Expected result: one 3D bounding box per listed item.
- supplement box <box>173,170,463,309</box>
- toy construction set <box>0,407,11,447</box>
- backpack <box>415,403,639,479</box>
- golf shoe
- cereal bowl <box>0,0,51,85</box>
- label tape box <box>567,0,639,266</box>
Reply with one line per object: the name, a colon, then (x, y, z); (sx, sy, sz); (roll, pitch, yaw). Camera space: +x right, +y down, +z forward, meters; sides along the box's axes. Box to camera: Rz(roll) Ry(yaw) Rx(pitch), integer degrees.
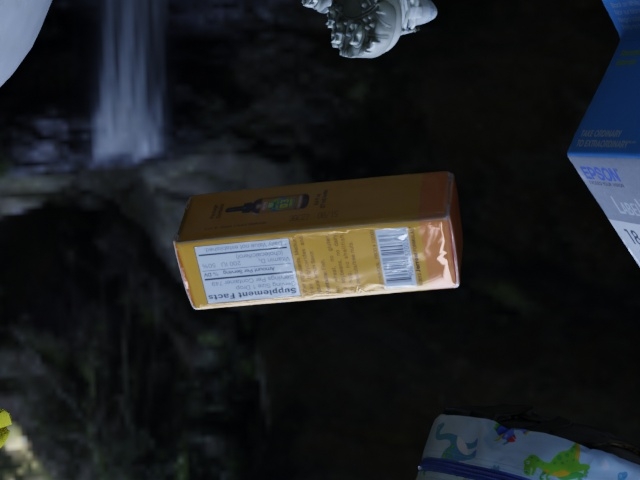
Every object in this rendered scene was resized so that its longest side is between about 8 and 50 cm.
supplement box: (0.000, 0.000, 1.372); (0.233, 0.080, 0.078); (-3, -148, 10)
toy construction set: (-0.288, 0.028, 0.918); (0.151, 0.327, 0.215); (4, -152, 30)
backpack: (0.231, 0.281, 1.560); (0.290, 0.355, 0.273); (16, -116, 37)
golf shoe: (0.044, -0.165, 1.101); (0.086, 0.069, 0.176); (10, -158, -14)
cereal bowl: (-0.232, -0.169, 0.486); (0.339, 0.141, 0.339); (16, -145, -11)
label tape box: (0.305, -0.048, 1.223); (0.106, 0.333, 0.241); (-39, -164, -14)
